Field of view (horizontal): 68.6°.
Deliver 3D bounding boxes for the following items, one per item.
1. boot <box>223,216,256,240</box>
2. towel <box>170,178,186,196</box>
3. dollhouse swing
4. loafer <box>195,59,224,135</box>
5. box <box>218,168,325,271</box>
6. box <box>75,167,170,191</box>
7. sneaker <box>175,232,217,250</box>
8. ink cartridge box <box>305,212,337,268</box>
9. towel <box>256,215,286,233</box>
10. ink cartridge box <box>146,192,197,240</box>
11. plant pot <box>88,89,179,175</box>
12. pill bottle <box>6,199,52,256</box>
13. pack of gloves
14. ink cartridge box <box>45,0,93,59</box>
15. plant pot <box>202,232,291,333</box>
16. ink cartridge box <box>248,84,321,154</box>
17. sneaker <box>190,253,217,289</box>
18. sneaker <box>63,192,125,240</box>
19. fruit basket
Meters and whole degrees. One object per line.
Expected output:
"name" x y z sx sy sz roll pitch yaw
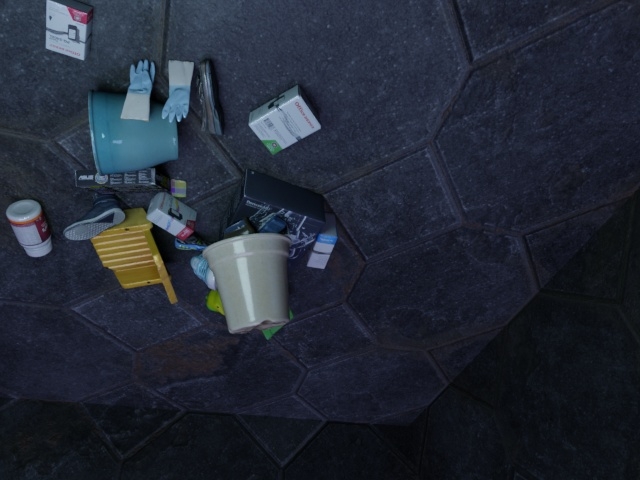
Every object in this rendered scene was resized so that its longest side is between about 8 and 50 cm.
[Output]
"boot" -0.345 -0.017 1.792 0.219 0.082 0.106 -15 110 17
"towel" -0.560 -0.206 1.859 0.060 0.009 0.083 4 135 -10
"dollhouse swing" -0.770 0.102 1.923 0.315 0.305 0.347 -9 136 -9
"loafer" -0.382 -0.466 1.565 0.084 0.096 0.268 1 137 2
"box" -0.202 -0.073 1.906 0.343 0.179 0.313 17 129 -21
"box" -0.708 -0.214 1.711 0.269 0.060 0.216 -2 178 -3
"sneaker" -0.530 0.003 2.025 0.188 0.078 0.067 6 165 -30
"ink cartridge box" 0.000 0.000 2.018 0.085 0.148 0.203 9 133 -15
"towel" -0.188 -0.042 1.793 0.067 0.029 0.119 30 123 -29
"ink cartridge box" -0.592 -0.101 1.876 0.072 0.127 0.175 -35 128 25
"plant pot" -0.604 -0.355 1.549 0.255 0.272 0.272 -6 136 -18
"pill bottle" -1.158 -0.045 1.881 0.121 0.121 0.221 2 135 -8
"pack of gloves" -0.506 -0.463 1.479 0.194 0.232 0.046 3 159 -5
"ink cartridge box" -0.742 -0.627 1.387 0.109 0.063 0.150 14 131 -18
"plant pot" -0.244 0.170 1.716 0.333 0.306 0.334 -10 166 -3
"ink cartridge box" -0.122 -0.419 1.636 0.208 0.087 0.153 -24 132 18
"sneaker" -0.485 0.125 1.990 0.150 0.135 0.366 18 175 -10
"sneaker" -0.882 -0.097 1.814 0.226 0.163 0.086 -25 140 -16
"fruit basket" -0.354 0.286 2.210 0.391 0.283 0.392 -14 133 -16
